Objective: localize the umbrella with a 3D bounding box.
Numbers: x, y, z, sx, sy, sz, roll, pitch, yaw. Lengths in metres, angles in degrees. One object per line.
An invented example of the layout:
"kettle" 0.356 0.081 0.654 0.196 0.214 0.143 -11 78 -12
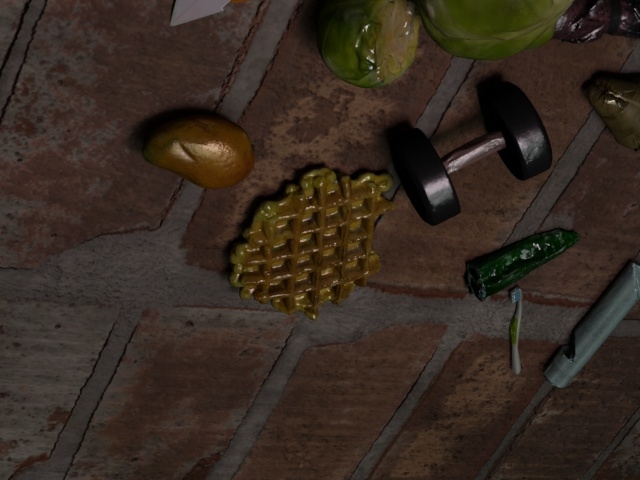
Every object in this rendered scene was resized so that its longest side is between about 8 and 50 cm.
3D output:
"umbrella" 0.406 -0.340 1.942 0.326 0.094 0.090 -5 127 -24

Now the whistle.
"whistle" 0.547 0.167 2.559 0.062 0.062 0.312 10 126 -36

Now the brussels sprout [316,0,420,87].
"brussels sprout" 0.059 -0.289 1.785 0.152 0.122 0.149 -59 151 -18

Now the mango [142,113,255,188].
"mango" -0.167 -0.131 1.844 0.165 0.089 0.115 26 126 -40

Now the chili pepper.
"chili pepper" 0.370 0.035 2.338 0.226 0.059 0.088 -23 144 -13

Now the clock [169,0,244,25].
"clock" -0.074 -0.394 1.524 0.309 0.235 0.166 -37 123 27

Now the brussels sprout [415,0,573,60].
"brussels sprout" 0.246 -0.381 1.697 0.273 0.243 0.317 18 121 -47

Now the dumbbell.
"dumbbell" 0.231 -0.133 2.008 0.218 0.152 0.152 -27 139 -2

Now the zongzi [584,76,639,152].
"zongzi" 0.527 -0.250 2.121 0.176 0.078 0.160 -46 137 4

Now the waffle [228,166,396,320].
"waffle" -0.004 0.007 2.094 0.281 0.058 0.301 6 128 -34

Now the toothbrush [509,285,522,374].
"toothbrush" 0.379 0.175 2.506 0.026 0.022 0.263 -32 141 -18
